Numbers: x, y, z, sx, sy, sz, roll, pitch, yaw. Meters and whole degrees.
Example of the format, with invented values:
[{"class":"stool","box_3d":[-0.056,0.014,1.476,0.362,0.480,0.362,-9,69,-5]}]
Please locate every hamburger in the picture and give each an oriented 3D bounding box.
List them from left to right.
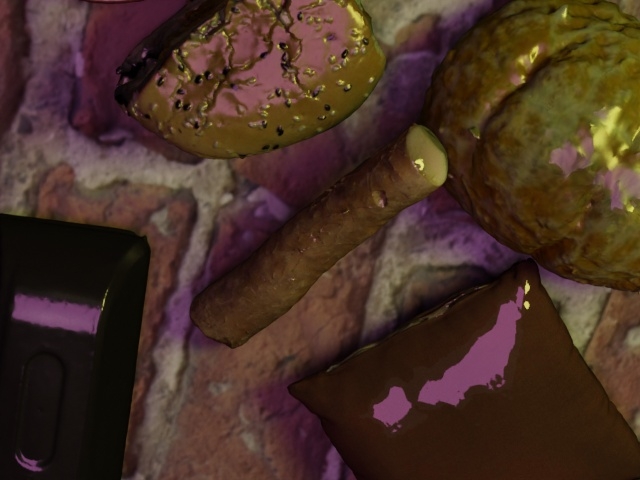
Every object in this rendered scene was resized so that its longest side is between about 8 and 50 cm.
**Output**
[{"class":"hamburger","box_3d":[-0.058,-0.184,1.806,0.288,0.167,0.192,-39,100,11]}]

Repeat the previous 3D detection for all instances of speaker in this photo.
[{"class":"speaker","box_3d":[-0.298,0.183,1.912,0.180,0.184,0.388,7,106,-1]}]

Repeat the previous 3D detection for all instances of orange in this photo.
[{"class":"orange","box_3d":[0.284,-0.089,1.812,0.368,0.210,0.271,32,103,-6]}]

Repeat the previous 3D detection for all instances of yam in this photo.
[{"class":"yam","box_3d":[0.000,0.000,1.859,0.081,0.081,0.356,45,123,-11]}]

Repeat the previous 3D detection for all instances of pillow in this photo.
[{"class":"pillow","box_3d":[0.170,0.210,1.953,0.308,0.108,0.305,-28,109,11]}]

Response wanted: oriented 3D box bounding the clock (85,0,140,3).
[{"class":"clock","box_3d":[-0.218,-0.397,1.792,0.318,0.080,0.318,0,107,0]}]
